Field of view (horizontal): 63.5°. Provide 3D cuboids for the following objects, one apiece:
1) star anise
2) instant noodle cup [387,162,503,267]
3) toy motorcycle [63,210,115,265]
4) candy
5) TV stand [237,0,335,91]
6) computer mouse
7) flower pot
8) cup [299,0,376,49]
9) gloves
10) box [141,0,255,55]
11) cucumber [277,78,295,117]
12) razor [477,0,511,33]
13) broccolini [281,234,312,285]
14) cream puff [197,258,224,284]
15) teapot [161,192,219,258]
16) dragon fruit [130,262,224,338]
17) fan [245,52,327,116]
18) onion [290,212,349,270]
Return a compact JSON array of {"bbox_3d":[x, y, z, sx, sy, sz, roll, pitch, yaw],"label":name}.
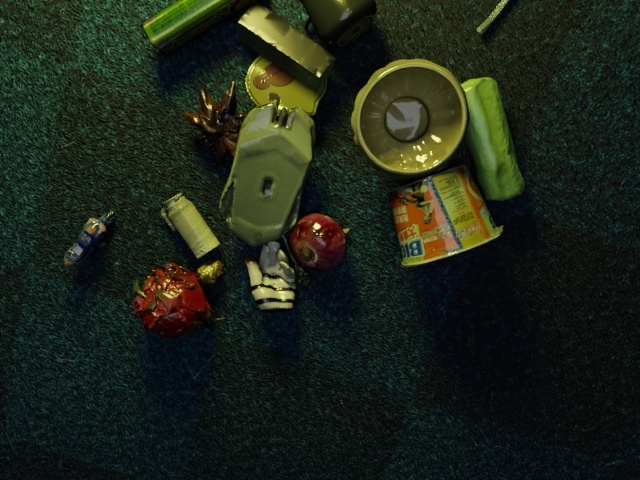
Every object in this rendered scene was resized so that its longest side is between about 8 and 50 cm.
[{"bbox_3d":[-0.280,-0.318,1.476,0.272,0.102,0.271,9,123,14],"label":"star anise"},{"bbox_3d":[0.323,-0.074,1.428,0.297,0.296,0.213,-21,93,9],"label":"instant noodle cup"},{"bbox_3d":[-0.714,-0.009,1.606,0.076,0.114,0.205,42,102,-6],"label":"toy motorcycle"},{"bbox_3d":[0.465,-0.278,1.429,0.132,0.142,0.343,-22,101,1],"label":"candy"},{"bbox_3d":[-0.094,-0.533,1.426,0.270,0.083,0.088,34,74,0],"label":"TV stand"},{"bbox_3d":[-0.153,-0.187,1.480,0.229,0.145,0.428,12,114,-14],"label":"computer mouse"},{"bbox_3d":[0.237,-0.321,1.386,0.308,0.244,0.307,1,105,6],"label":"flower pot"},{"bbox_3d":[0.028,-0.613,1.390,0.223,0.169,0.176,-34,94,41],"label":"cup"},{"bbox_3d":[-0.143,0.107,1.590,0.140,0.131,0.218,-9,74,16],"label":"gloves"},{"bbox_3d":[-0.314,-0.633,1.420,0.346,0.134,0.097,-27,100,10],"label":"box"},{"bbox_3d":[-0.118,-0.405,1.490,0.115,0.062,0.116,10,86,1],"label":"cucumber"},{"bbox_3d":[0.493,-0.642,1.395,0.191,0.037,0.068,-55,51,17],"label":"razor"},{"bbox_3d":[-0.092,0.043,1.610,0.044,0.042,0.218,-28,93,12],"label":"broccolini"},{"bbox_3d":[-0.344,0.098,1.622,0.083,0.058,0.083,1,60,-10],"label":"cream puff"},{"bbox_3d":[-0.411,-0.043,1.596,0.107,0.077,0.200,-27,100,30],"label":"teapot"},{"bbox_3d":[-0.434,0.195,1.601,0.293,0.234,0.233,19,106,-31],"label":"dragon fruit"},{"bbox_3d":[-0.121,-0.480,1.457,0.230,0.011,0.335,-37,83,-14],"label":"fan"},{"bbox_3d":[-0.006,0.004,1.532,0.178,0.153,0.177,4,124,5],"label":"onion"}]
